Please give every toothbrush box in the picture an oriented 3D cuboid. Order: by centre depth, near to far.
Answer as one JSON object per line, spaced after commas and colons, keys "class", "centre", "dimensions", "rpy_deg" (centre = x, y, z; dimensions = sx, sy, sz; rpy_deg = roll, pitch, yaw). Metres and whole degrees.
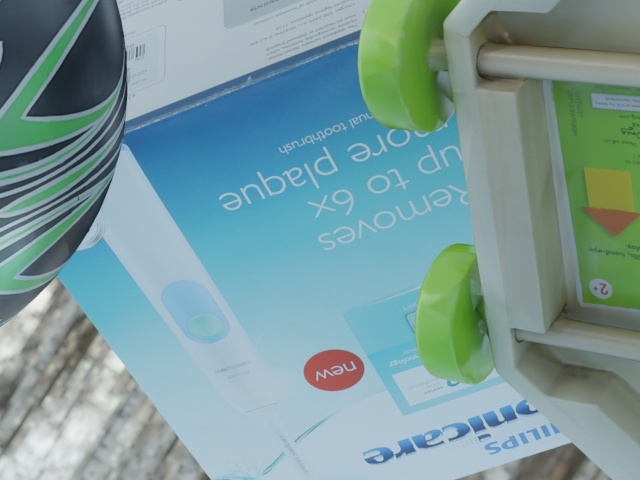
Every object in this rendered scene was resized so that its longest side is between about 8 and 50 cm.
{"class": "toothbrush box", "centre": [0.000, 0.000, 0.803], "dimensions": [0.126, 0.216, 0.295], "rpy_deg": [-95, -18, -48]}

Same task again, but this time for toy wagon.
{"class": "toy wagon", "centre": [0.159, 0.027, 0.549], "dimensions": [0.267, 0.068, 0.344], "rpy_deg": [10, 129, 31]}

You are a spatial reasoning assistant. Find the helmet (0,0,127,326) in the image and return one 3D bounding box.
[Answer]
{"class": "helmet", "centre": [-0.133, -0.039, 0.390], "dimensions": [0.169, 0.169, 0.161], "rpy_deg": [33, -162, -32]}
